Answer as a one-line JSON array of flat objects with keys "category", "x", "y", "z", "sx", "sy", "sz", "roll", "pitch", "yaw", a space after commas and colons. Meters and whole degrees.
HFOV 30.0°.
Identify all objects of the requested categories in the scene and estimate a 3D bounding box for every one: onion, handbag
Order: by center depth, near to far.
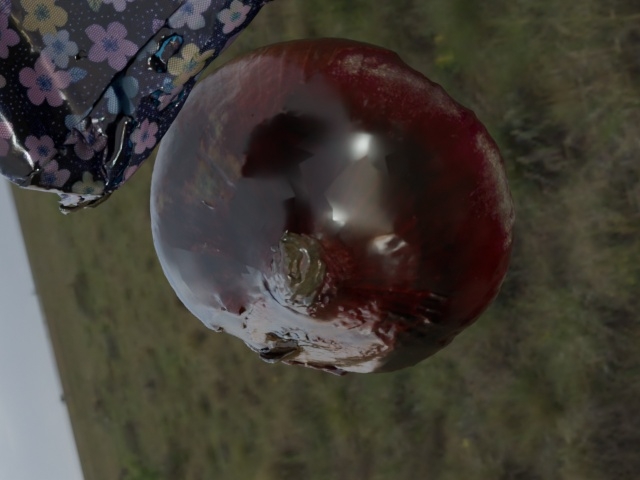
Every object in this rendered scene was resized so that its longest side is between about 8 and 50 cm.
[{"category": "handbag", "x": -0.127, "y": -0.151, "z": 0.580, "sx": 0.229, "sy": 0.208, "sz": 0.127, "roll": 46, "pitch": -173, "yaw": 13}, {"category": "onion", "x": 0.000, "y": 0.000, "z": 0.852, "sx": 0.195, "sy": 0.272, "sz": 0.272, "roll": -62, "pitch": -29, "yaw": -56}]
